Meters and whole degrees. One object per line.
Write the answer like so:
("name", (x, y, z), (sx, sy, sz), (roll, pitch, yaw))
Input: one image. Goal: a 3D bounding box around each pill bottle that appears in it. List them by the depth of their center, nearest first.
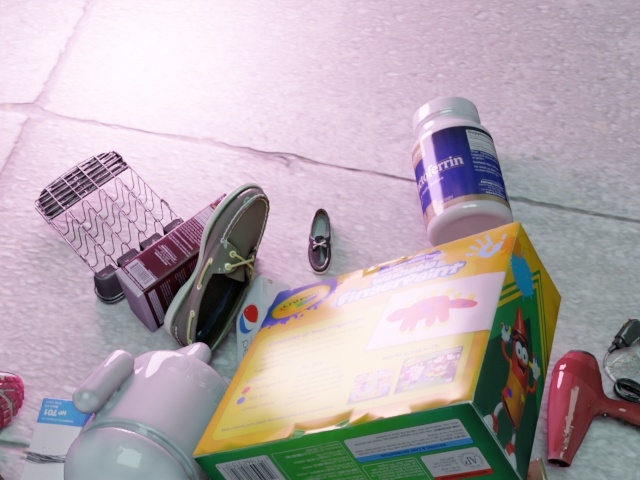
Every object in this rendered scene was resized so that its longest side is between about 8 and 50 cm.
("pill bottle", (0.247, -0.121, 1.832), (0.153, 0.153, 0.265), (-7, 57, -1))

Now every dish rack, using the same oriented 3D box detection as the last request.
("dish rack", (-0.386, -0.038, 1.868), (0.208, 0.074, 0.271), (-36, 61, -19))

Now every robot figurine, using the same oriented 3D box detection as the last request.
("robot figurine", (-0.252, 0.305, 1.530), (0.199, 0.300, 0.353), (-26, 21, 32))

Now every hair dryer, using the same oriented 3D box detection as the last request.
("hair dryer", (0.471, 0.261, 1.622), (0.293, 0.080, 0.224), (-30, 62, -14))

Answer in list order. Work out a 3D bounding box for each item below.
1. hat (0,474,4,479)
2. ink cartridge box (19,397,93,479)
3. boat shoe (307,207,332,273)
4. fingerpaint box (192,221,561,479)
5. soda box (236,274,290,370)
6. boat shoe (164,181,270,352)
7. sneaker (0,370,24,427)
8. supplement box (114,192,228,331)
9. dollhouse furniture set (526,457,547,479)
("hat", (-0.630, 0.446, 1.515), (0.331, 0.134, 0.331), (0, 69, 1))
("ink cartridge box", (-0.400, 0.359, 1.577), (0.082, 0.140, 0.191), (6, 59, 6))
("boat shoe", (0.000, 0.000, 1.837), (0.046, 0.038, 0.125), (3, 58, 6))
("fingerpaint box", (0.092, 0.194, 1.457), (0.444, 0.163, 0.371), (-18, 28, 31))
("soda box", (-0.093, 0.172, 1.702), (0.069, 0.074, 0.216), (22, 49, -36))
("boat shoe", (-0.157, 0.051, 1.703), (0.091, 0.109, 0.305), (36, 103, 44))
("sneaker", (-0.638, 0.272, 1.666), (0.299, 0.121, 0.112), (-15, 30, -14))
("supplement box", (-0.230, 0.038, 1.774), (0.239, 0.130, 0.073), (-37, 62, -19))
("dollhouse furniture set", (0.191, 0.356, 1.542), (0.262, 0.135, 0.259), (5, 56, -20))
